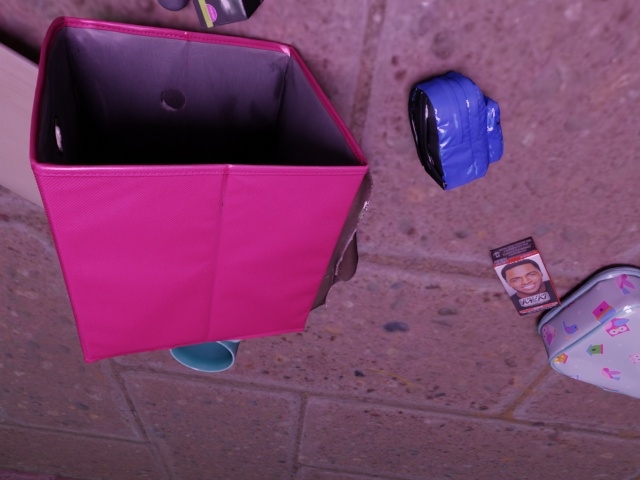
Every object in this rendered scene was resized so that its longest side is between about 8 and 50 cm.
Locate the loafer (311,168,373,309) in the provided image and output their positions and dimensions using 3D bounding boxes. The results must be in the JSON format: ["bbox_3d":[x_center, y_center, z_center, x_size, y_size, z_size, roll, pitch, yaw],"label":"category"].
[{"bbox_3d":[0.000,0.000,0.656,0.130,0.134,0.366,-1,147,-23],"label":"loafer"}]

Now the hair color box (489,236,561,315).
[{"bbox_3d":[0.347,0.065,0.707,0.072,0.043,0.141,-23,125,26],"label":"hair color box"}]

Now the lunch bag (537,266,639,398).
[{"bbox_3d":[0.558,0.165,0.728,0.279,0.108,0.224,18,129,-10],"label":"lunch bag"}]

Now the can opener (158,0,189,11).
[{"bbox_3d":[-0.140,-0.348,0.359,0.076,0.095,0.283,19,131,-9],"label":"can opener"}]

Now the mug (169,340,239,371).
[{"bbox_3d":[-0.216,0.193,0.857,0.157,0.097,0.129,1,132,5],"label":"mug"}]

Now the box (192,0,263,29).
[{"bbox_3d":[-0.099,-0.267,0.435,0.052,0.083,0.062,-6,131,12],"label":"box"}]

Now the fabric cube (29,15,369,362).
[{"bbox_3d":[-0.140,-0.055,0.470,0.259,0.254,0.258,-4,138,-24],"label":"fabric cube"}]

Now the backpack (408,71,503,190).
[{"bbox_3d":[0.162,-0.142,0.511,0.101,0.098,0.120,-24,119,0],"label":"backpack"}]

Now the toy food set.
[{"bbox_3d":[-0.408,-0.181,0.563,0.306,0.092,0.220,31,129,-9],"label":"toy food set"}]
